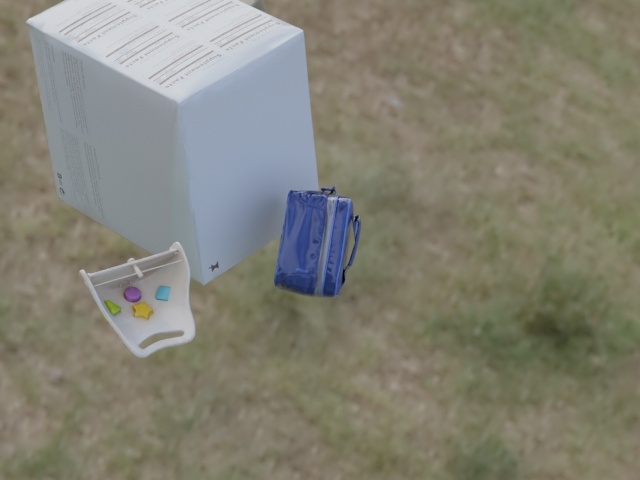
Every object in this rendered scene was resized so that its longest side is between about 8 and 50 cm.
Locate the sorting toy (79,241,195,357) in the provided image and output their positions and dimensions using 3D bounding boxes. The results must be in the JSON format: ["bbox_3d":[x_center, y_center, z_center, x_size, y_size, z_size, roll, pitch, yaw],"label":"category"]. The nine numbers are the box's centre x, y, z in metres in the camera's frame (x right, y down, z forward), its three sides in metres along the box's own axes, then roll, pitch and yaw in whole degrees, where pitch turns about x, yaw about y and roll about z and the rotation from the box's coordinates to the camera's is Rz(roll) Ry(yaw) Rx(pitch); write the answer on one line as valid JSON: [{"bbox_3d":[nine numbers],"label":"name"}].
[{"bbox_3d":[-0.132,0.051,1.500,0.083,0.045,0.075,-17,63,-27],"label":"sorting toy"}]

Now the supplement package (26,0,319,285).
[{"bbox_3d":[-0.127,-0.108,1.753,0.203,0.194,0.149,29,49,36],"label":"supplement package"}]

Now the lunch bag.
[{"bbox_3d":[0.000,0.000,1.712,0.065,0.098,0.067,10,-1,3],"label":"lunch bag"}]

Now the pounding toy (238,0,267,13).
[{"bbox_3d":[-0.125,-0.195,2.140,0.100,0.141,0.130,32,70,29],"label":"pounding toy"}]
